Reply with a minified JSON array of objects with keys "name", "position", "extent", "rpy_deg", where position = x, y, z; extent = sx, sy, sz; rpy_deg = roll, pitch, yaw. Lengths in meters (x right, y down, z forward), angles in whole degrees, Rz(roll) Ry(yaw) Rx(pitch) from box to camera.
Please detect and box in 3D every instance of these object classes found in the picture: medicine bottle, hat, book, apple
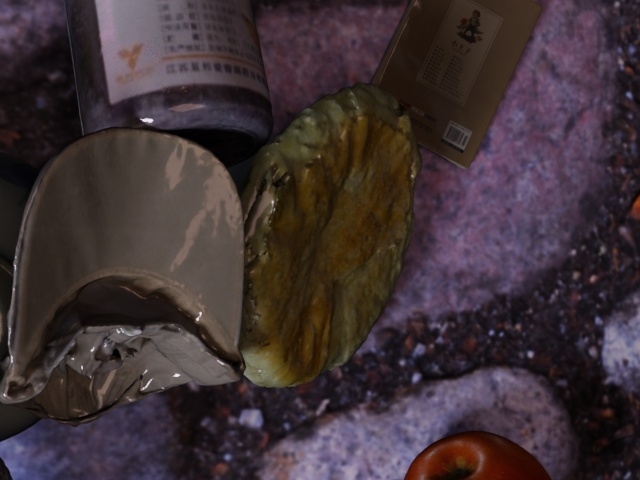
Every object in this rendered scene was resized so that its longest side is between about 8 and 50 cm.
[{"name":"medicine bottle","position":[-0.140,-0.202,0.998],"extent":[0.165,0.165,0.273],"rpy_deg":[-6,76,-18]},{"name":"hat","position":[-0.173,0.036,0.935],"extent":[0.214,0.149,0.244],"rpy_deg":[2,87,-37]},{"name":"book","position":[0.139,-0.192,1.205],"extent":[0.138,0.016,0.198],"rpy_deg":[27,85,-18]},{"name":"apple","position":[0.161,0.273,1.170],"extent":[0.163,0.163,0.139],"rpy_deg":[-42,113,-12]}]

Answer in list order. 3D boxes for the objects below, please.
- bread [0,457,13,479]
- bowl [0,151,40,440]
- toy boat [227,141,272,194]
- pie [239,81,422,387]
[{"name":"bread","position":[-0.321,0.174,0.864],"extent":[0.113,0.165,0.416],"rpy_deg":[-19,117,5]},{"name":"bowl","position":[-0.320,0.059,1.000],"extent":[0.289,0.146,0.289],"rpy_deg":[-2,95,-19]},{"name":"toy boat","position":[-0.096,-0.034,1.117],"extent":[0.208,0.079,0.134],"rpy_deg":[-6,103,-29]},{"name":"pie","position":[0.000,0.000,1.076],"extent":[0.306,0.071,0.306],"rpy_deg":[-27,124,-48]}]
